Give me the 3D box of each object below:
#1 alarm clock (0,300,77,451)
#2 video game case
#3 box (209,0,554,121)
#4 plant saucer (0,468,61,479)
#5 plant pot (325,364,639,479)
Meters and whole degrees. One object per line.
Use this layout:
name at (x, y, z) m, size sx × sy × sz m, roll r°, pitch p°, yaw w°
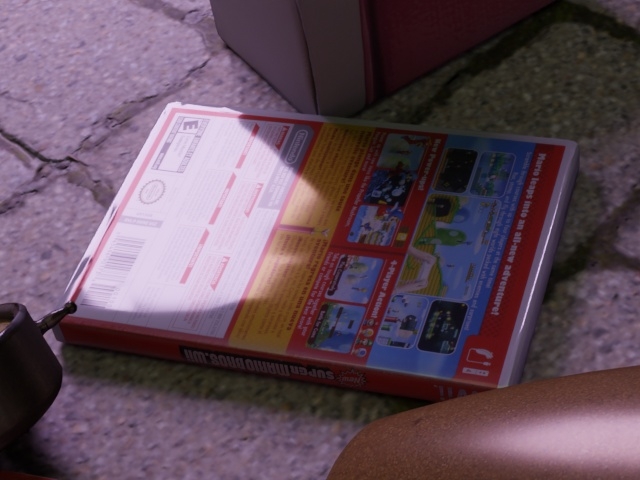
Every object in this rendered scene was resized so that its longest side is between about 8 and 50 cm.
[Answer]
alarm clock at (-0.214, 0.100, 0.811) m, size 0.129 × 0.064 × 0.192 m, roll -20°, pitch 14°, yaw 32°
video game case at (0.000, 0.000, 0.926) m, size 0.285 × 0.025 × 0.204 m, roll 7°, pitch 49°, yaw 19°
box at (0.047, -0.207, 1.042) m, size 0.232 × 0.126 × 0.148 m, roll -30°, pitch 49°, yaw -16°
plant saucer at (-0.117, 0.205, 0.703) m, size 0.259 × 0.047 × 0.259 m, roll 7°, pitch 36°, yaw 18°
plant pot at (0.131, 0.151, 0.643) m, size 0.254 × 0.237 × 0.237 m, roll 4°, pitch 46°, yaw 37°
